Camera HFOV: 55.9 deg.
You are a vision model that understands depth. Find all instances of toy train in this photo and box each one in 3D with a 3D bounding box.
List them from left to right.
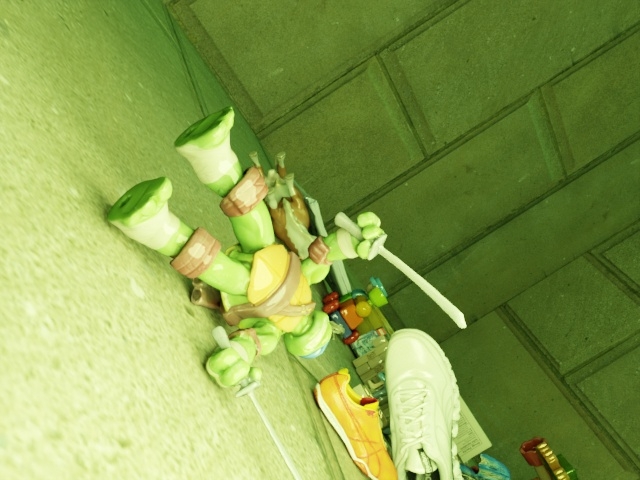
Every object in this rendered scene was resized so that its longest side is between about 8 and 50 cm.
[{"bbox_3d":[0.088,0.155,1.345,0.105,0.143,0.248,56,4,-5],"label":"toy train"}]

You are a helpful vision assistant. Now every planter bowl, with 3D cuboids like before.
[{"bbox_3d":[0.155,0.267,1.678,0.217,0.090,0.217,56,4,-6],"label":"planter bowl"}]

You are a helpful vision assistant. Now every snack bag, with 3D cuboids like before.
[{"bbox_3d":[0.000,0.000,1.580,0.323,0.037,0.343,-128,-164,-66],"label":"snack bag"}]

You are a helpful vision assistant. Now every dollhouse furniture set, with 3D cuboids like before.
[{"bbox_3d":[0.135,0.283,1.007,0.129,0.129,0.184,59,3,18],"label":"dollhouse furniture set"}]

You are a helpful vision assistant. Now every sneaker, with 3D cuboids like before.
[{"bbox_3d":[0.060,0.250,0.796,0.175,0.067,0.064,58,2,-10],"label":"sneaker"},{"bbox_3d":[0.146,0.271,0.868,0.118,0.110,0.292,26,54,-67],"label":"sneaker"}]

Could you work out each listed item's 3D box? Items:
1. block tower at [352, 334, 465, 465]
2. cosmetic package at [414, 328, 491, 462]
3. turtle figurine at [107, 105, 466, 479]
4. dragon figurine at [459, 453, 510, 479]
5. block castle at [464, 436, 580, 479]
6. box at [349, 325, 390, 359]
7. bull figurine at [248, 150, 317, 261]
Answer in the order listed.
[{"bbox_3d":[0.186,0.367,1.260,0.335,0.097,0.091,61,5,20],"label":"block tower"},{"bbox_3d":[0.257,0.390,1.466,0.309,0.160,0.113,58,3,2],"label":"cosmetic package"},{"bbox_3d":[-0.029,0.028,0.528,0.266,0.198,0.275,51,3,-28],"label":"turtle figurine"},{"bbox_3d":[0.282,0.434,1.069,0.289,0.144,0.085,38,53,-20],"label":"dragon figurine"},{"bbox_3d":[0.548,0.697,1.609,0.213,0.303,0.453,64,4,0],"label":"block castle"},{"bbox_3d":[0.138,0.274,1.386,0.137,0.094,0.027,60,-26,23],"label":"box"},{"bbox_3d":[-0.079,-0.079,1.362,0.310,0.101,0.188,-124,-165,-51],"label":"bull figurine"}]
